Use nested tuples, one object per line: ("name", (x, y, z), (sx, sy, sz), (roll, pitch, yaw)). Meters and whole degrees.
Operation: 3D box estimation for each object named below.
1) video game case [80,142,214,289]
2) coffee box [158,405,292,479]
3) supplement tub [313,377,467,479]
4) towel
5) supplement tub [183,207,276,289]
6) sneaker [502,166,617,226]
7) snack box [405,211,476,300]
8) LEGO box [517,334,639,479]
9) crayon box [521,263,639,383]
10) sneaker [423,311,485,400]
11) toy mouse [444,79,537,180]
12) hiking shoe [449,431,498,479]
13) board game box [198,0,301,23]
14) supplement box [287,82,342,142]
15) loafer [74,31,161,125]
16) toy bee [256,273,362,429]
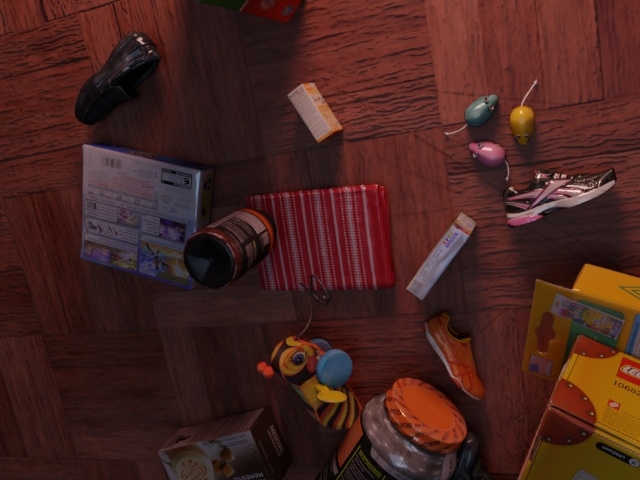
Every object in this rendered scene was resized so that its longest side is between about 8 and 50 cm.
("video game case", (-0.355, -0.052, 1.198), (0.269, 0.061, 0.244), (14, 108, 15))
("coffee box", (-0.204, 0.465, 1.270), (0.246, 0.098, 0.141), (-19, 98, 23))
("supplement tub", (0.122, 0.421, 1.095), (0.193, 0.193, 0.316), (33, 113, 8))
("towel", (0.000, 0.000, 1.109), (0.274, 0.031, 0.199), (-3, 106, 21))
("supplement tub", (-0.147, 0.005, 1.039), (0.106, 0.198, 0.106), (6, 109, 19))
("sneaker", (0.373, -0.084, 0.938), (0.178, 0.072, 0.077), (-22, 87, 17))
("snack box", (0.206, 0.026, 1.006), (0.037, 0.100, 0.141), (36, 114, 7))
("LEGO box", (0.529, 0.418, 0.813), (0.500, 0.193, 0.373), (24, 125, 27))
("crayon box", (0.488, 0.164, 0.899), (0.322, 0.083, 0.203), (18, 130, 30))
("sneaker", (0.253, 0.211, 1.064), (0.067, 0.064, 0.175), (-31, 96, 14))
("toy mouse", (0.273, -0.177, 0.964), (0.143, 0.031, 0.161), (3, 106, 18))
("hiking shoe", (0.300, 0.459, 1.117), (0.114, 0.086, 0.227), (-2, 109, 3))
("board game box", (-0.179, -0.439, 0.891), (0.242, 0.316, 0.064), (41, 113, 4))
("supplement box", (-0.008, -0.223, 1.031), (0.036, 0.062, 0.098), (-32, 94, 25))
("loafer", (-0.389, -0.296, 1.133), (0.223, 0.076, 0.078), (-42, 81, 20))
("toy bee", (-0.035, 0.240, 1.117), (0.298, 0.162, 0.195), (64, 158, 3))
